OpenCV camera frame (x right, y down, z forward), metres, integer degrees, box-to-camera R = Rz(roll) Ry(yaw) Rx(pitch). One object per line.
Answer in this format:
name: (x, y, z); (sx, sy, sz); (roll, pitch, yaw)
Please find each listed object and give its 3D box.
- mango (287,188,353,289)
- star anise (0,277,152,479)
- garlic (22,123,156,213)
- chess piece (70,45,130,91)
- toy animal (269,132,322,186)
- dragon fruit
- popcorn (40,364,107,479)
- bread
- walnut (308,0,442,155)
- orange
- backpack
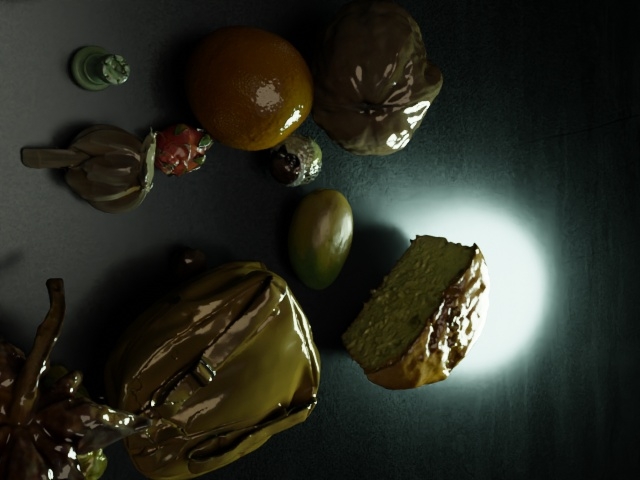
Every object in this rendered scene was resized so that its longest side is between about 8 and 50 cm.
mango: (0.000, 0.000, 1.419); (0.130, 0.092, 0.194); (-17, 119, -35)
star anise: (-0.381, 0.224, 0.981); (0.292, 0.109, 0.349); (48, 50, -9)
garlic: (-0.338, -0.106, 1.140); (0.194, 0.127, 0.131); (-3, 84, -10)
chess piece: (-0.315, -0.249, 1.115); (0.067, 0.103, 0.067); (-9, 106, -34)
toy animal: (-0.041, -0.130, 1.358); (0.098, 0.098, 0.137); (-55, 147, -13)
dragon fruit: (-0.217, -0.149, 1.228); (0.116, 0.086, 0.081); (-33, 80, -34)
popcorn: (-0.407, 0.296, 1.124); (0.186, 0.167, 0.187); (-19, 117, -9)
bread: (0.209, 0.163, 1.549); (0.340, 0.194, 0.179); (-53, 131, -12)
walnut: (0.085, -0.276, 1.317); (0.227, 0.273, 0.273); (-26, 125, 20)
orange: (-0.114, -0.240, 1.210); (0.206, 0.206, 0.206); (-9, 106, -34)
backpack: (-0.182, 0.205, 1.259); (0.378, 0.201, 0.353); (-25, 116, -32)
